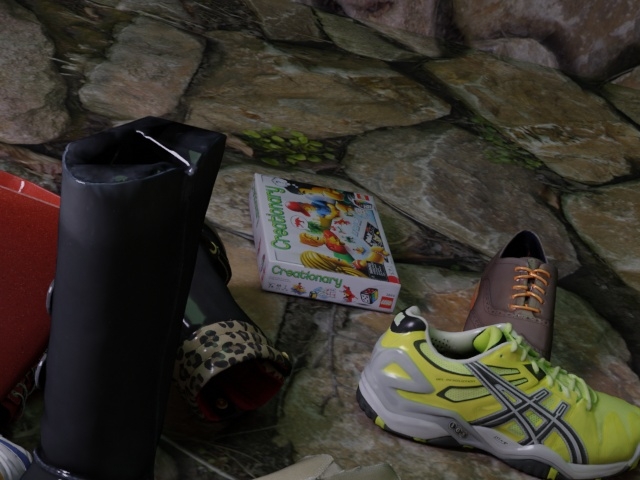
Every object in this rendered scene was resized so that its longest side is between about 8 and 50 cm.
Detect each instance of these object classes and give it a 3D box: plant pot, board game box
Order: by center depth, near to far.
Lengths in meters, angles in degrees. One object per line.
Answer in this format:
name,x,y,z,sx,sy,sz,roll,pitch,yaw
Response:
plant pot,-0.403,0.030,1.662,0.267,0.235,0.267,22,0,-34
board game box,0.000,0.000,2.420,0.193,0.053,0.305,10,24,-12

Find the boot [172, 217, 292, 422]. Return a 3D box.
boot,-0.149,0.085,2.007,0.284,0.138,0.377,53,1,21

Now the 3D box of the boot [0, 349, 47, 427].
boot,-0.316,0.150,1.855,0.244,0.088,0.176,-4,30,-22

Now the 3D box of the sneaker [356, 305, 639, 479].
sneaker,0.245,0.190,2.037,0.385,0.147,0.145,12,22,-11

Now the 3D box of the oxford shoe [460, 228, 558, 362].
oxford shoe,0.265,0.095,2.276,0.130,0.132,0.363,15,24,-4

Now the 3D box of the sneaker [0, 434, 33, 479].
sneaker,-0.430,0.204,1.670,0.296,0.111,0.131,25,8,16

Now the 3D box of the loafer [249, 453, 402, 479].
loafer,-0.027,0.253,1.567,0.269,0.102,0.092,9,52,-30

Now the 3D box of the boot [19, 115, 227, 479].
boot,-0.214,0.137,1.488,0.146,0.445,0.367,17,23,3
